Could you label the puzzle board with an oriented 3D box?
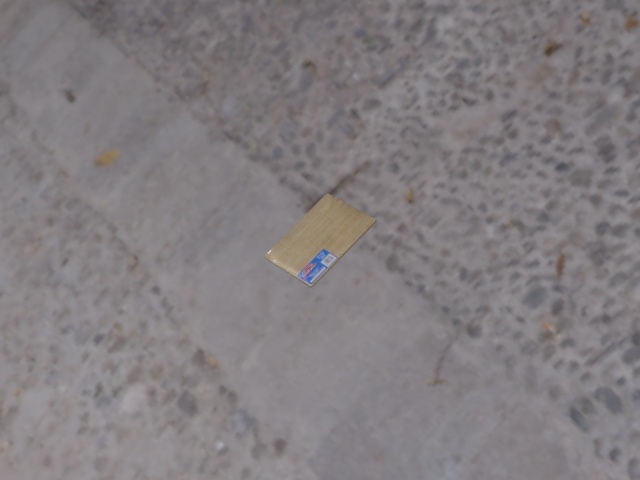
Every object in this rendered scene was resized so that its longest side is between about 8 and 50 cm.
[{"bbox_3d":[0.000,0.000,1.572,0.096,0.011,0.128,30,68,39],"label":"puzzle board"}]
